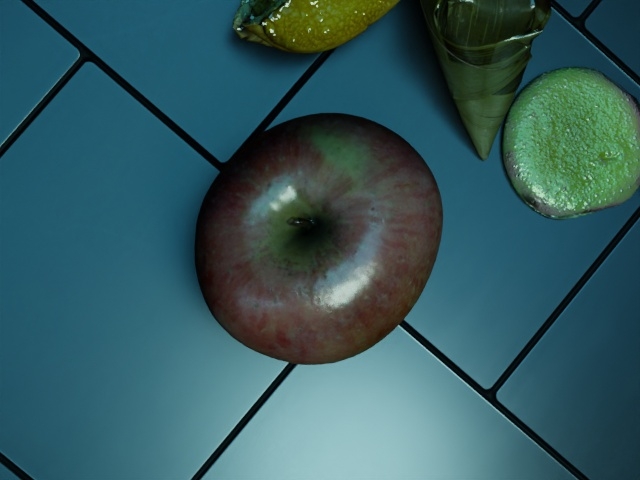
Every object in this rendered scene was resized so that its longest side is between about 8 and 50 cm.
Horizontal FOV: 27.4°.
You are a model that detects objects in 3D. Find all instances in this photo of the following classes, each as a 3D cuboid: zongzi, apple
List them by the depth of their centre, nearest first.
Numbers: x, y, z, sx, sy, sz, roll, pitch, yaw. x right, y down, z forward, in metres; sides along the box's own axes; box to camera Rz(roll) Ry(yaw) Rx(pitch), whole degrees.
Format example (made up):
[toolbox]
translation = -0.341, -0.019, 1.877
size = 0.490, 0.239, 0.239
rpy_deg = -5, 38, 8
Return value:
[apple]
translation = 0.000, 0.000, 1.742
size = 0.345, 0.269, 0.344
rpy_deg = -2, 78, 9
[zongzi]
translation = 0.204, -0.315, 1.857
size = 0.154, 0.317, 0.289
rpy_deg = -5, 50, -7

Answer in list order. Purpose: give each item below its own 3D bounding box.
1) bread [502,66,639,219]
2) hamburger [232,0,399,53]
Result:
[bread]
translation = 0.374, -0.141, 1.900
size = 0.229, 0.033, 0.228
rpy_deg = 0, 89, -10
[hamburger]
translation = 0.015, -0.351, 1.795
size = 0.283, 0.144, 0.156
rpy_deg = -41, 134, 8
